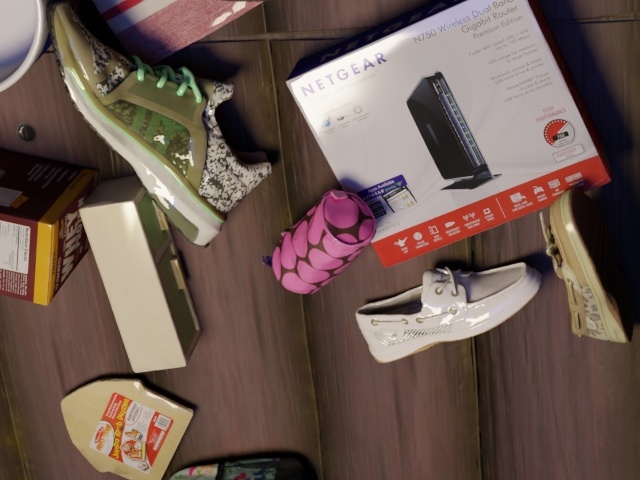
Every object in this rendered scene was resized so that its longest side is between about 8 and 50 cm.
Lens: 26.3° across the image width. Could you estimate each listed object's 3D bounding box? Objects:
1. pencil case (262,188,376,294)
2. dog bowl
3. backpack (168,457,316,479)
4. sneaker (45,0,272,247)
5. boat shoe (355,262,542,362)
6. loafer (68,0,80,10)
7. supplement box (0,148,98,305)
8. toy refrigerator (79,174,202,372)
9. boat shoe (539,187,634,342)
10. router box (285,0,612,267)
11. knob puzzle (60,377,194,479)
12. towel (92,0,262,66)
[{"bbox_3d":[0.000,0.000,1.867,0.095,0.098,0.209,-1,161,-25],"label":"pencil case"},{"bbox_3d":[-0.482,-0.330,1.835,0.265,0.104,0.265,4,117,8],"label":"dog bowl"},{"bbox_3d":[-0.139,0.462,2.126,0.254,0.191,0.225,-4,116,18],"label":"backpack"},{"bbox_3d":[-0.210,-0.187,1.838,0.182,0.158,0.410,-36,123,3],"label":"sneaker"},{"bbox_3d":[0.173,0.084,1.920,0.277,0.098,0.096,-25,110,22],"label":"boat shoe"},{"bbox_3d":[-0.330,-0.368,1.785,0.050,0.056,0.148,18,111,8],"label":"loafer"},{"bbox_3d":[-0.439,-0.026,1.928,0.194,0.191,0.129,13,118,5],"label":"supplement box"},{"bbox_3d":[-0.253,0.048,1.981,0.094,0.102,0.269,-9,114,15],"label":"toy refrigerator"},{"bbox_3d":[0.348,0.045,1.832,0.089,0.104,0.285,-5,135,26],"label":"boat shoe"},{"bbox_3d":[0.170,-0.158,1.808,0.335,0.082,0.301,-22,110,20],"label":"router box"},{"bbox_3d":[-0.315,0.287,2.152,0.213,0.030,0.213,4,118,9],"label":"knob puzzle"},{"bbox_3d":[-0.233,-0.411,1.787,0.237,0.037,0.329,-25,108,23],"label":"towel"}]
